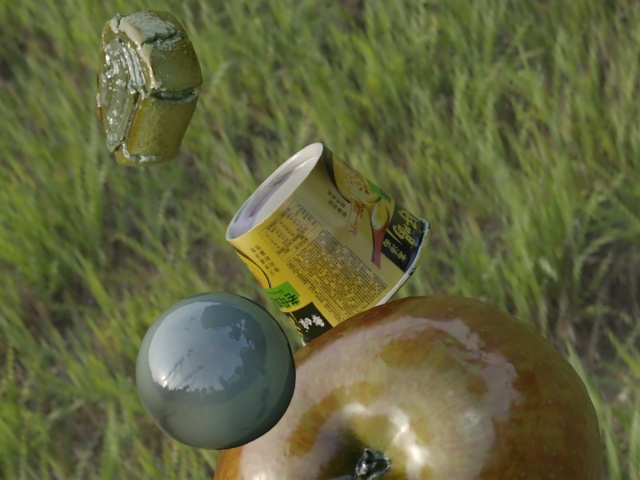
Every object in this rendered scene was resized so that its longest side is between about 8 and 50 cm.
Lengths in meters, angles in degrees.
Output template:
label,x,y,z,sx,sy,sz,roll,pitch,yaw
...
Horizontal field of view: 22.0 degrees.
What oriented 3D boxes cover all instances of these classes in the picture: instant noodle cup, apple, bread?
label,x,y,z,sx,sy,sz,roll,pitch,yaw
instant noodle cup,0.000,0.000,1.377,0.151,0.122,0.151,-44,13,13
apple,0.062,0.181,1.223,0.277,0.250,0.309,24,61,14
bread,-0.165,-0.136,1.518,0.064,0.156,0.117,-8,45,-29

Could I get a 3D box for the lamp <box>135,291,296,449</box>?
label,x,y,z,sx,sy,sz,roll,pitch,yaw
lamp,-0.067,0.084,1.059,0.105,0.105,0.105,-13,45,14
